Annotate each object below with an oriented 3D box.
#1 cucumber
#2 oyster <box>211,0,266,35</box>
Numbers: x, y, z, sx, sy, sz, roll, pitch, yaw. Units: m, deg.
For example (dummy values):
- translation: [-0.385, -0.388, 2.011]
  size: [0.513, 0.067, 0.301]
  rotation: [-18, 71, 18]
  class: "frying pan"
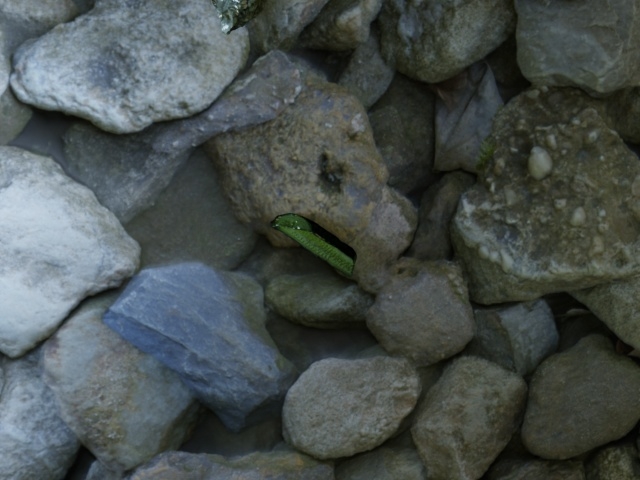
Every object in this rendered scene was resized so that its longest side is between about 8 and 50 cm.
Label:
- translation: [0.000, 0.000, 1.557]
  size: [0.220, 0.070, 0.046]
  rotation: [32, 63, -15]
  class: "cucumber"
- translation: [-0.160, -0.502, 1.447]
  size: [0.124, 0.064, 0.177]
  rotation: [-11, 99, -4]
  class: "oyster"
